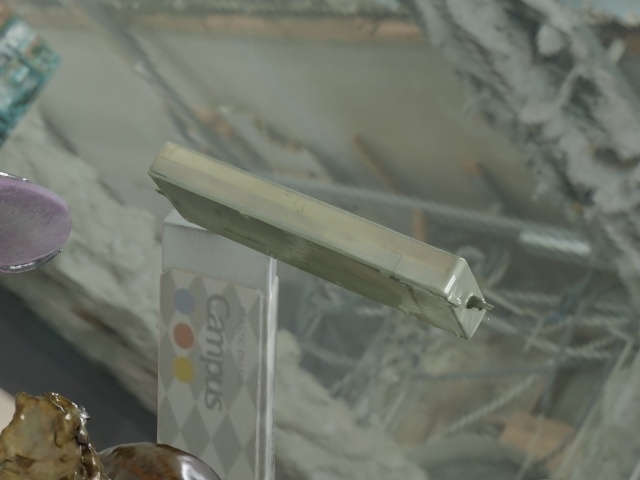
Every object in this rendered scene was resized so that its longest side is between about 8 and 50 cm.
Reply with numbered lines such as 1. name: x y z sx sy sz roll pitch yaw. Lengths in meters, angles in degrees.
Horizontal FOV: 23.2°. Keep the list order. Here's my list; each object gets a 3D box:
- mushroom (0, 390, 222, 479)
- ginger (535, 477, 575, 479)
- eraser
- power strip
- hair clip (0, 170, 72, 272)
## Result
1. mushroom: -0.202 0.357 1.489 0.331 0.334 0.356 54 24 23
2. ginger: 0.170 0.352 1.518 0.244 0.304 0.155 42 20 -58
3. eraser: -0.131 0.171 1.992 0.213 0.397 0.082 12 18 32
4. power strip: 0.000 0.000 1.440 0.367 0.043 0.106 23 -17 27
5. hair clip: -0.383 -0.036 1.844 0.095 0.110 0.358 26 -10 24
